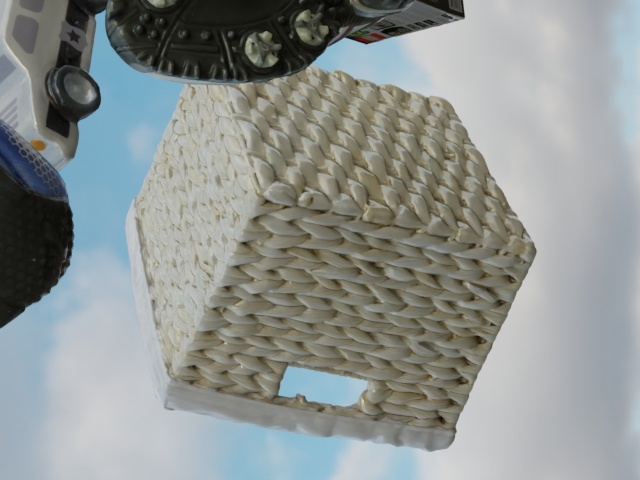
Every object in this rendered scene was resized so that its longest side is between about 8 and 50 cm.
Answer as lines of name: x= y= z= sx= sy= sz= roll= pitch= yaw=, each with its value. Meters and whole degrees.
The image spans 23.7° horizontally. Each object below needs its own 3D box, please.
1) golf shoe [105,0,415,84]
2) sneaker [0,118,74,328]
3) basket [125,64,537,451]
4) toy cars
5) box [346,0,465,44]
golf shoe: x=-0.036 y=-0.147 z=0.995 sx=0.273 sy=0.120 sz=0.105 roll=-24 pitch=-94 yaw=-40
sneaker: x=-0.216 y=-0.064 z=0.582 sx=0.147 sy=0.330 sz=0.129 roll=-29 pitch=-43 yaw=-52
basket: x=0.000 y=0.000 z=1.568 sx=0.331 sy=0.328 sz=0.266 roll=-111 pitch=40 yaw=-54
toy cars: x=-0.151 y=-0.213 z=0.988 sx=0.087 sy=0.176 sz=0.393 roll=29 pitch=-94 yaw=-31
box: x=0.032 y=-0.222 z=1.377 sx=0.207 sy=0.114 sz=0.036 roll=7 pitch=-104 yaw=-57
